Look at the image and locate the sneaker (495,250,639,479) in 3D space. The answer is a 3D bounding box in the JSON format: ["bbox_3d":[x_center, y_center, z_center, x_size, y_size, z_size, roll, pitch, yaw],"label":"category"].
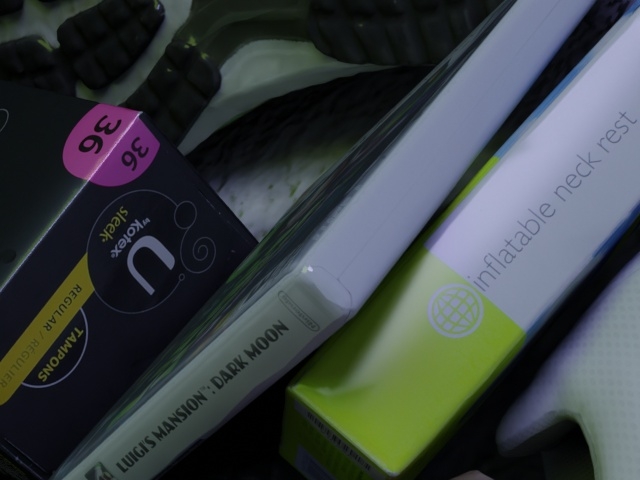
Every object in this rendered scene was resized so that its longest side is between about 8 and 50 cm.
[{"bbox_3d":[0.138,0.087,0.403,0.129,0.111,0.297,-44,28,8],"label":"sneaker"}]

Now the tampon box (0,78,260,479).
[{"bbox_3d":[-0.120,0.015,0.677,0.161,0.101,0.120,15,63,47],"label":"tampon box"}]

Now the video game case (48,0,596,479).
[{"bbox_3d":[0.000,0.000,0.550,0.173,0.022,0.190,-43,6,46],"label":"video game case"}]

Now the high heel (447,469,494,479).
[{"bbox_3d":[0.033,0.182,0.307,0.181,0.127,0.377,-16,29,-20],"label":"high heel"}]

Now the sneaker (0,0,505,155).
[{"bbox_3d":[-0.010,-0.128,0.743,0.410,0.158,0.182,-6,16,41],"label":"sneaker"}]

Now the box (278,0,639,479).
[{"bbox_3d":[0.061,0.000,0.522,0.042,0.109,0.178,41,76,9],"label":"box"}]

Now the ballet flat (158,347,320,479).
[{"bbox_3d":[-0.031,0.084,0.592,0.173,0.049,0.057,-31,24,1],"label":"ballet flat"}]
